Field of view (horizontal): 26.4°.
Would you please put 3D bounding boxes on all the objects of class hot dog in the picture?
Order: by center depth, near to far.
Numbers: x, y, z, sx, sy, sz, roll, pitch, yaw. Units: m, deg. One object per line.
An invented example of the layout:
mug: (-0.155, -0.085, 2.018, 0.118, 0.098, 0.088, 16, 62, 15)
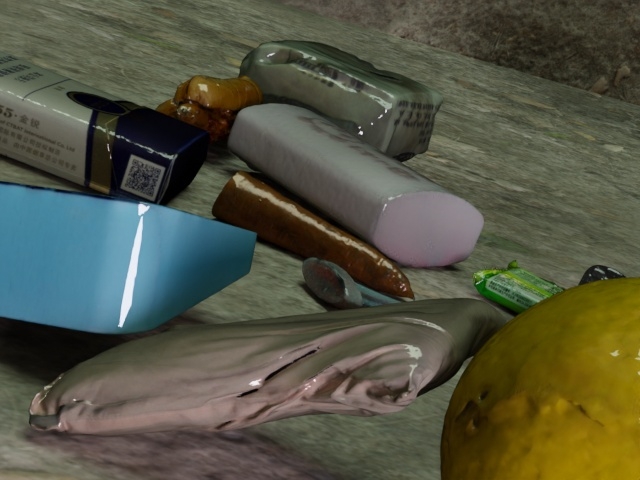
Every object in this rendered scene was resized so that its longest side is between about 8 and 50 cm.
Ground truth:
hot dog: (-0.127, -0.149, 1.637, 0.076, 0.102, 0.249, 52, 16, 5)

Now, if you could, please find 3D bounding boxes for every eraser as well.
eraser: (0.036, -0.066, 1.558, 0.174, 0.094, 0.270, 8, 20, -45)

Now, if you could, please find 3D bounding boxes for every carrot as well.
carrot: (0.000, 0.000, 1.372, 0.224, 0.057, 0.057, 27, 17, 12)

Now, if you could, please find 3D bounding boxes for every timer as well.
timer: (-0.186, 0.007, 1.022, 0.232, 0.091, 0.250, 8, 1, 16)

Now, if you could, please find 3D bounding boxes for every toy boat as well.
toy boat: (0.045, 0.052, 1.301, 0.122, 0.034, 0.096, 19, 13, -38)

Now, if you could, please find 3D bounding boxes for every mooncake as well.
mooncake: (0.016, -0.180, 1.836, 0.250, 0.136, 0.254, 22, 14, 17)

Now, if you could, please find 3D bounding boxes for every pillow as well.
pillow: (-0.027, 0.081, 0.864, 0.270, 0.067, 0.173, -7, 5, 18)

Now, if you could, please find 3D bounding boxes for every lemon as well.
lemon: (0.188, 0.134, 0.815, 0.228, 0.228, 0.253, 25, 19, 17)

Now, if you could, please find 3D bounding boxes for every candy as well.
candy: (0.255, 0.076, 1.459, 0.178, 0.032, 0.102, 29, 21, 25)

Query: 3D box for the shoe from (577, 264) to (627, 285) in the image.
shoe: (0.267, 0.094, 1.371, 0.071, 0.049, 0.179, 25, 40, 11)

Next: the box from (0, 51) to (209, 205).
box: (-0.255, -0.116, 1.401, 0.259, 0.071, 0.168, 20, 15, 3)
